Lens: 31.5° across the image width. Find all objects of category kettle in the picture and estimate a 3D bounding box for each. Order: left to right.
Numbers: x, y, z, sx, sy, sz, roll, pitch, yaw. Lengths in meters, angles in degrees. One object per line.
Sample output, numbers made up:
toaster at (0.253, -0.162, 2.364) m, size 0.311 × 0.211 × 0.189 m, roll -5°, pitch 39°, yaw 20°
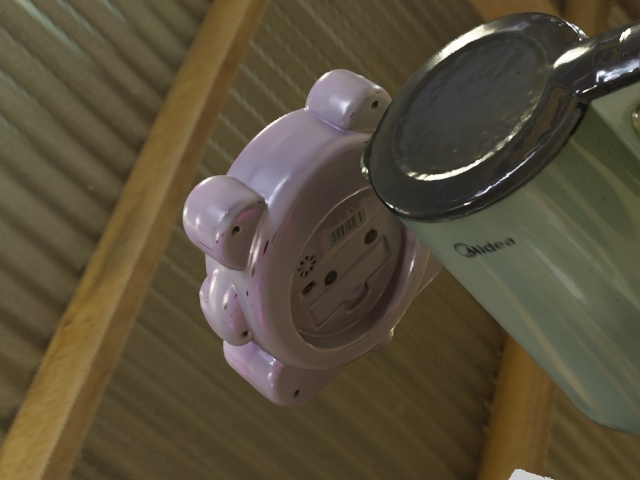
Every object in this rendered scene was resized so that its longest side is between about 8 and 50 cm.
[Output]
kettle at (0.279, -0.025, 1.021) m, size 0.376 × 0.361 × 0.250 m, roll 41°, pitch -130°, yaw -33°

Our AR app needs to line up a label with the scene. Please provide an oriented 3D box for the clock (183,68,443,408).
clock at (0.000, 0.000, 1.199) m, size 0.295 × 0.113 × 0.322 m, roll -43°, pitch -38°, yaw -17°

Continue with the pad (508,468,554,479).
pad at (0.326, 0.464, 1.773) m, size 0.232 × 0.156 × 0.004 m, roll -50°, pitch -41°, yaw -33°
